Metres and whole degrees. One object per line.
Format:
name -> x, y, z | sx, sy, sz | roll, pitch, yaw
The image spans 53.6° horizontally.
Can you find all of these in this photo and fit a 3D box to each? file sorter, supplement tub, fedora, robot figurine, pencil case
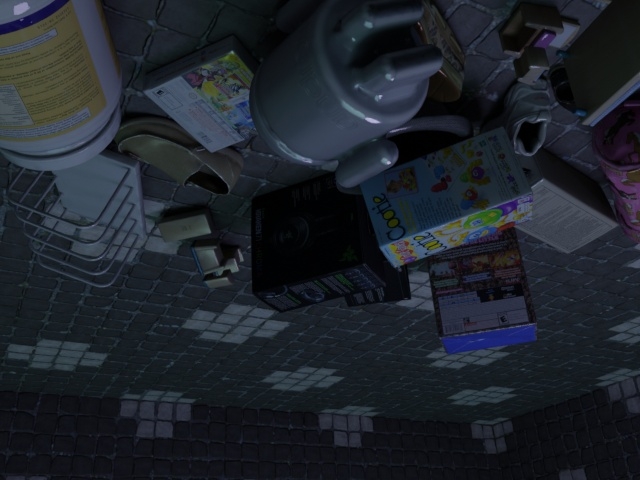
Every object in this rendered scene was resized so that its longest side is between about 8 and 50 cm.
file sorter -> -0.485, -0.051, 1.279 | 0.193, 0.173, 0.277 | 21, 149, 0
supplement tub -> -0.411, -0.273, 0.867 | 0.241, 0.241, 0.331 | -1, 151, -5
fedora -> 0.147, -0.194, 1.189 | 0.276, 0.124, 0.243 | -10, 155, -13
robot figurine -> 0.020, -0.232, 0.950 | 0.200, 0.299, 0.353 | -18, 178, -33
pencil case -> 0.680, -0.132, 1.325 | 0.160, 0.167, 0.386 | -34, 142, 16

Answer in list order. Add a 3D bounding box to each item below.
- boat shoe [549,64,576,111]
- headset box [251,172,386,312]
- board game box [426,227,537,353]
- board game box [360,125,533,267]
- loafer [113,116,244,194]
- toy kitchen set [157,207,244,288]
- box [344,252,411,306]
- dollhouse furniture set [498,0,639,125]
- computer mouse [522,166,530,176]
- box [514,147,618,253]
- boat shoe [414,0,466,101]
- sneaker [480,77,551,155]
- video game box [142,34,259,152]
boat shoe -> 0.461, -0.272, 1.179 | 0.049, 0.042, 0.133 | -23, 147, 27
headset box -> 0.000, 0.000, 1.403 | 0.283, 0.246, 0.131 | -15, 150, 21
board game box -> 0.404, 0.117, 1.616 | 0.232, 0.291, 0.141 | -11, 151, 14
board game box -> 0.233, -0.074, 1.174 | 0.275, 0.144, 0.142 | -20, 157, 11
loafer -> -0.271, -0.160, 1.239 | 0.269, 0.092, 0.102 | 14, 146, -29
toy kitchen set -> -0.290, 0.006, 1.574 | 0.122, 0.166, 0.207 | -11, 114, 11
box -> 0.141, 0.078, 1.712 | 0.184, 0.103, 0.261 | -5, 151, 10
dollhouse furniture set -> 0.441, -0.271, 0.905 | 0.198, 0.303, 0.286 | 7, 149, -17
computer mouse -> 0.304, -0.159, 1.290 | 0.242, 0.041, 0.071 | 11, 170, 23
box -> 0.506, -0.091, 1.410 | 0.311, 0.121, 0.148 | 22, 136, -36
boat shoe -> 0.148, -0.333, 1.003 | 0.105, 0.089, 0.285 | 8, 160, 37
sneaker -> 0.375, -0.198, 1.223 | 0.090, 0.115, 0.232 | -1, 151, -5
video game box -> -0.177, -0.253, 1.130 | 0.187, 0.048, 0.205 | -14, 150, 22
